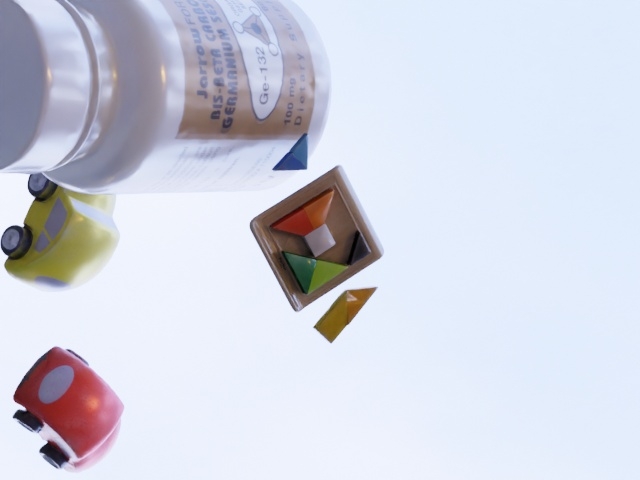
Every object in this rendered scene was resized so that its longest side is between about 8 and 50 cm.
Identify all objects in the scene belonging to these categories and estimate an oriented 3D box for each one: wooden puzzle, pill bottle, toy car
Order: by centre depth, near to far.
[{"bbox_3d":[-0.112,-0.093,1.171,0.131,0.229,0.131,2,-86,41],"label":"pill bottle"},{"bbox_3d":[0.000,0.000,1.197,0.116,0.078,0.014,55,-16,-22],"label":"wooden puzzle"},{"bbox_3d":[-0.209,0.073,1.264,0.053,0.225,0.239,19,-63,39],"label":"toy car"}]
